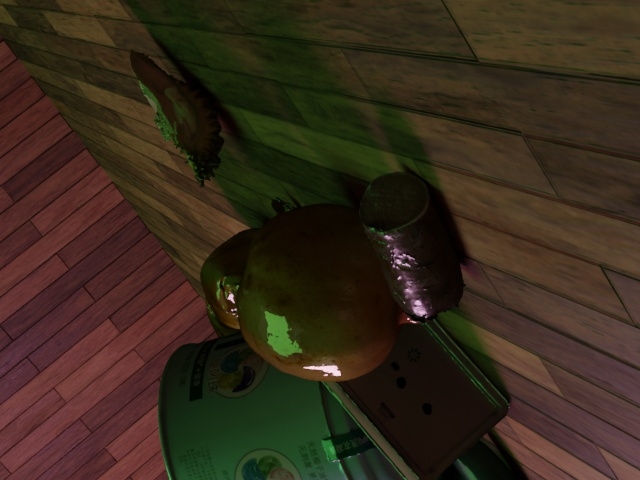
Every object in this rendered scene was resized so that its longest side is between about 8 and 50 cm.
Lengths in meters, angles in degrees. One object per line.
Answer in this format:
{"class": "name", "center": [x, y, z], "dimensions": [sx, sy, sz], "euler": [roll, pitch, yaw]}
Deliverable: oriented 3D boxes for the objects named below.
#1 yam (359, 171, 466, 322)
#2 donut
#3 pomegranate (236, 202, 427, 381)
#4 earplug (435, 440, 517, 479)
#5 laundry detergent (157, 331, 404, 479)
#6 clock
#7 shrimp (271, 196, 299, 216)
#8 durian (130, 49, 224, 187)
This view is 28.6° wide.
{"class": "yam", "center": [0.088, 0.008, 1.202], "dimensions": [0.079, 0.079, 0.141], "euler": [41, 164, 42]}
{"class": "donut", "center": [-0.055, 0.140, 1.988], "dimensions": [0.360, 0.170, 0.360], "euler": [48, 167, 15]}
{"class": "pomegranate", "center": [0.005, 0.060, 1.376], "dimensions": [0.207, 0.207, 0.207], "euler": [48, 169, 13]}
{"class": "earplug", "center": [0.177, 0.364, 1.803], "dimensions": [0.257, 0.280, 0.164], "euler": [2, -105, -61]}
{"class": "laundry detergent", "center": [-0.015, 0.241, 1.677], "dimensions": [0.287, 0.305, 0.287], "euler": [-16, -90, -71]}
{"class": "clock", "center": [0.109, 0.177, 1.492], "dimensions": [0.192, 0.147, 0.071], "euler": [48, 164, 9]}
{"class": "shrimp", "center": [-0.001, 0.001, 1.657], "dimensions": [0.178, 0.034, 0.124], "euler": [48, 166, 4]}
{"class": "durian", "center": [-0.189, -0.183, 1.714], "dimensions": [0.224, 0.078, 0.140], "euler": [59, -177, 11]}
